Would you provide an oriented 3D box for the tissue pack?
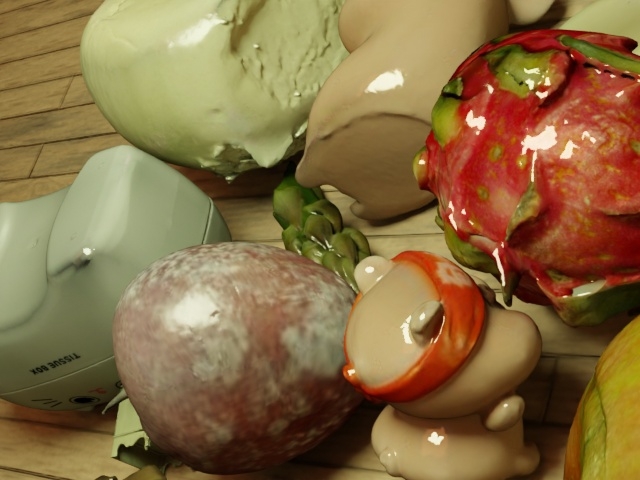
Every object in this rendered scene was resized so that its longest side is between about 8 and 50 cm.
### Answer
[{"bbox_3d":[-0.257,0.060,1.319,0.333,0.236,0.229,-21,41,32],"label":"tissue pack"}]

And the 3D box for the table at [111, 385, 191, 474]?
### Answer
[{"bbox_3d":[-0.173,0.200,1.246,0.062,0.079,0.083,-20,52,36],"label":"table"}]

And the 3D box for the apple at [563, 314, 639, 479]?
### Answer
[{"bbox_3d":[0.287,0.178,0.631,0.339,0.339,0.339,-24,48,30],"label":"apple"}]

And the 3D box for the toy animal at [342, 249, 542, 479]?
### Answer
[{"bbox_3d":[0.097,0.104,0.964,0.171,0.197,0.171,-10,26,5],"label":"toy animal"}]

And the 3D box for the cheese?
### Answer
[{"bbox_3d":[0.312,-0.187,1.070,0.227,0.064,0.137,-26,49,27],"label":"cheese"}]

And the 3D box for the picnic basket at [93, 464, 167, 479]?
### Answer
[{"bbox_3d":[-0.143,0.342,0.985,0.254,0.291,0.321,-33,0,25],"label":"picnic basket"}]

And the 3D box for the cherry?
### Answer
[{"bbox_3d":[-0.087,0.110,1.100,0.285,0.236,0.213,-20,68,15],"label":"cherry"}]

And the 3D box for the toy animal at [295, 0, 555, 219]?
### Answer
[{"bbox_3d":[0.098,-0.172,1.186,0.213,0.195,0.256,-31,40,54],"label":"toy animal"}]

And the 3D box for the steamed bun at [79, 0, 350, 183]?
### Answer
[{"bbox_3d":[-0.103,-0.219,1.356,0.334,0.233,0.312,-38,30,-21],"label":"steamed bun"}]

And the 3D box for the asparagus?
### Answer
[{"bbox_3d":[0.000,0.000,1.226,0.080,0.080,0.287,-49,38,5],"label":"asparagus"}]

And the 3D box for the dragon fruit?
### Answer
[{"bbox_3d":[0.220,-0.052,0.941,0.303,0.237,0.231,17,99,37],"label":"dragon fruit"}]
